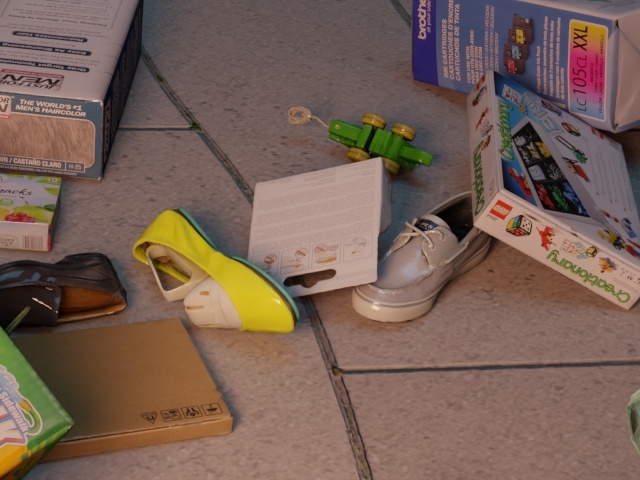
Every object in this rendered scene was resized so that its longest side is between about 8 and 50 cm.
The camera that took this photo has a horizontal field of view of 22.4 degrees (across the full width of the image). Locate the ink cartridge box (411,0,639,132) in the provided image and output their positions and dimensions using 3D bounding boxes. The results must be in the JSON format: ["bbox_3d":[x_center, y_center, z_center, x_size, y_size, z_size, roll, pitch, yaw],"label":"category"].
[{"bbox_3d":[0.300,-0.272,2.059,0.270,0.151,0.395,-19,30,-39],"label":"ink cartridge box"}]

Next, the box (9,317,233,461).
[{"bbox_3d":[-0.198,0.130,1.439,0.201,0.021,0.164,-6,33,-21],"label":"box"}]

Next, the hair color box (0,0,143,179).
[{"bbox_3d":[-0.315,-0.202,1.898,0.174,0.105,0.347,6,30,-1],"label":"hair color box"}]

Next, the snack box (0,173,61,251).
[{"bbox_3d":[-0.344,-0.032,1.670,0.141,0.037,0.100,4,30,-4],"label":"snack box"}]

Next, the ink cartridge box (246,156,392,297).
[{"bbox_3d":[0.000,0.000,1.648,0.145,0.045,0.179,-11,46,15],"label":"ink cartridge box"}]

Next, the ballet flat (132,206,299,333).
[{"bbox_3d":[-0.110,0.043,1.571,0.077,0.077,0.231,-33,42,-19],"label":"ballet flat"}]

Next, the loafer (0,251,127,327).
[{"bbox_3d":[-0.262,0.054,1.520,0.170,0.062,0.061,-15,41,-30],"label":"loafer"}]

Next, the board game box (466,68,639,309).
[{"bbox_3d":[0.255,-0.064,1.760,0.193,0.053,0.305,28,28,-12],"label":"board game box"}]

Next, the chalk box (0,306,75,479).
[{"bbox_3d":[-0.320,0.140,1.186,0.179,0.180,0.289,51,44,7],"label":"chalk box"}]

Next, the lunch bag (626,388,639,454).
[{"bbox_3d":[0.380,0.150,1.174,0.223,0.160,0.262,2,7,-24],"label":"lunch bag"}]

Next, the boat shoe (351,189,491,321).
[{"bbox_3d":[0.106,0.008,1.649,0.079,0.081,0.227,23,34,26],"label":"boat shoe"}]

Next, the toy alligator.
[{"bbox_3d":[0.051,-0.116,1.886,0.190,0.056,0.051,20,-9,24],"label":"toy alligator"}]
